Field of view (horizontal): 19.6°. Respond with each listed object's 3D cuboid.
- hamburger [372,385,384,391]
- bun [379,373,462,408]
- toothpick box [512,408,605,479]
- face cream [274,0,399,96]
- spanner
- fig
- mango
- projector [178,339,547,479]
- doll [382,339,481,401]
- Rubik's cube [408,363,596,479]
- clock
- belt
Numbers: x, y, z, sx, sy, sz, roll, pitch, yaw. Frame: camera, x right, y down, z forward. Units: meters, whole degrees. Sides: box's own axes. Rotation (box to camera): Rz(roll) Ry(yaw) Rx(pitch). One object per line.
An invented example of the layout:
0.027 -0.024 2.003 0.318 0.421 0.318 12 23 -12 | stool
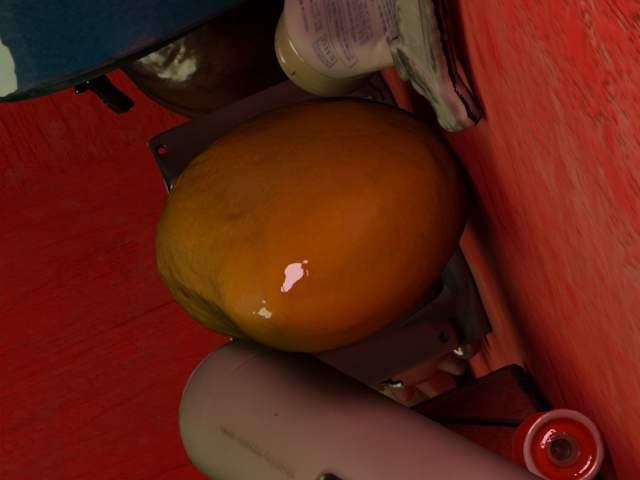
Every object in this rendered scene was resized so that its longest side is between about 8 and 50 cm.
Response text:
0.007 -0.018 1.729 0.211 0.132 0.309 69 176 -46 | hamburger
0.081 0.265 1.834 0.365 0.219 0.365 63 178 4 | bun
0.138 0.121 1.080 0.083 0.047 0.047 75 171 -84 | toothpick box
0.024 -0.144 1.052 0.114 0.070 0.224 63 166 7 | face cream
0.038 -0.139 0.863 0.071 0.017 0.302 46 169 25 | spanner
-0.104 -0.212 1.625 0.235 0.214 0.235 179 90 -76 | fig
0.000 -0.012 1.161 0.142 0.195 0.331 62 167 -13 | mango
0.035 0.148 1.100 0.337 0.108 0.108 23 141 56 | projector
0.029 0.043 1.538 0.262 0.093 0.211 17 134 46 | doll
0.098 0.241 1.230 0.205 0.207 0.205 -120 8 -64 | Rubik's cube
0.000 0.000 1.389 0.083 0.186 0.253 133 113 -82 | clock
-0.152 -0.214 1.283 0.436 0.300 0.173 -109 -2 -73 | belt
